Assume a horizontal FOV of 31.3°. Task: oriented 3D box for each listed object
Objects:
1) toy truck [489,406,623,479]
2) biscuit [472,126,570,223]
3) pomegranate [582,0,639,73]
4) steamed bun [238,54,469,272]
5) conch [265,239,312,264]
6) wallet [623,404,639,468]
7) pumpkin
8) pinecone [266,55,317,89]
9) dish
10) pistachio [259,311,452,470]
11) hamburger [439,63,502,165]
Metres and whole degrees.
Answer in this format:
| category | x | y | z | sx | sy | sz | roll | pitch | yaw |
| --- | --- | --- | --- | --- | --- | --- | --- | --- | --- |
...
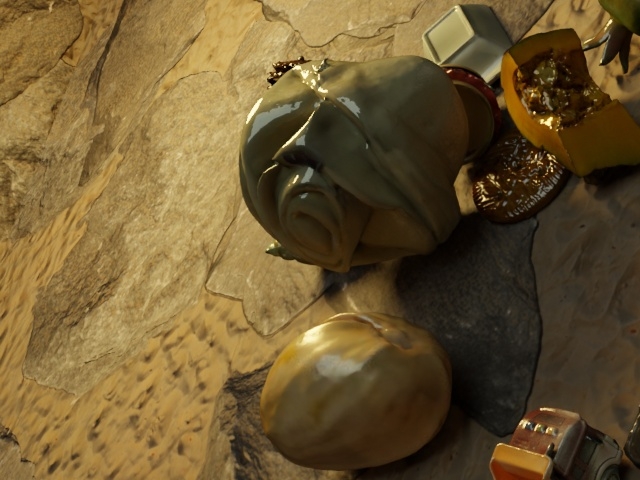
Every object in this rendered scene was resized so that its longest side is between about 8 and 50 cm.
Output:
| category | x | y | z | sx | sy | sz | roll | pitch | yaw |
| --- | --- | --- | --- | --- | --- | --- | --- | --- | --- |
| toy truck | 0.247 | 0.333 | 1.335 | 0.114 | 0.135 | 0.270 | 6 | 65 | 54 |
| biscuit | 0.312 | -0.110 | 1.768 | 0.188 | 0.027 | 0.188 | -32 | 38 | 29 |
| pomegranate | 0.473 | -0.347 | 1.700 | 0.152 | 0.131 | 0.191 | 50 | 126 | 41 |
| steamed bun | 0.033 | -0.101 | 1.771 | 0.367 | 0.343 | 0.255 | 4 | 33 | 29 |
| conch | 0.009 | -0.011 | 1.996 | 0.173 | 0.106 | 0.116 | 9 | 85 | 39 |
| wallet | 0.476 | 0.148 | 1.305 | 0.165 | 0.042 | 0.310 | 22 | 79 | 55 |
| pumpkin | 0.369 | -0.183 | 1.675 | 0.131 | 0.126 | 0.248 | -20 | 70 | -11 |
| pinecone | -0.044 | -0.313 | 2.319 | 0.140 | 0.140 | 0.121 | 9 | 110 | 54 |
| dish | 0.251 | -0.335 | 2.021 | 0.154 | 0.064 | 0.234 | -40 | 36 | 19 |
| pistachio | 0.052 | 0.216 | 1.635 | 0.309 | 0.230 | 0.230 | -33 | 38 | 36 |
| hamburger | 0.211 | -0.215 | 1.877 | 0.175 | 0.175 | 0.137 | -39 | 23 | 21 |
